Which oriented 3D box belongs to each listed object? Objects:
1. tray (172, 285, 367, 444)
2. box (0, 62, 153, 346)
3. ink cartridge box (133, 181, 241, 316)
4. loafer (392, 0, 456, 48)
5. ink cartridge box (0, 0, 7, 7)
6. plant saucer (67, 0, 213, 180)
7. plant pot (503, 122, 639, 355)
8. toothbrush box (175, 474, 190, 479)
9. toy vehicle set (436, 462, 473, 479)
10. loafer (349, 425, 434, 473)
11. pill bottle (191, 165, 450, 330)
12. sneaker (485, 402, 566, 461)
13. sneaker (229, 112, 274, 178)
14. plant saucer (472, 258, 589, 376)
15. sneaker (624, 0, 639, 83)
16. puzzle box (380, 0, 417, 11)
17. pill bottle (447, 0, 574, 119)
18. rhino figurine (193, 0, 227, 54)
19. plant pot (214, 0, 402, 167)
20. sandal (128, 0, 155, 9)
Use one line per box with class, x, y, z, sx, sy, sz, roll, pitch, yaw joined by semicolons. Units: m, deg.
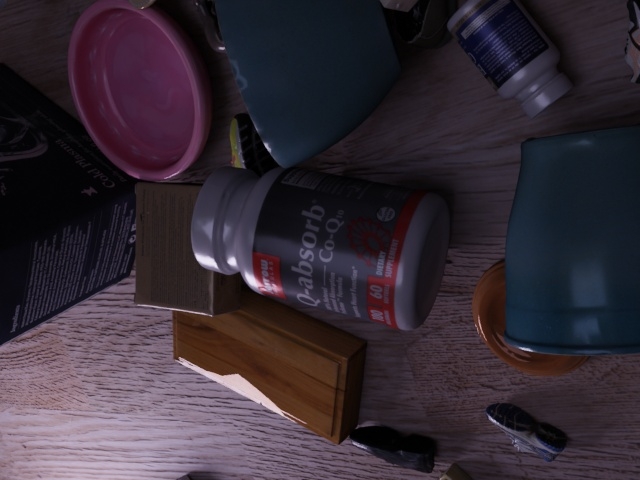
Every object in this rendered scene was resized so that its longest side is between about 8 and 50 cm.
tray;-0.112;0.214;1.613;0.411;0.076;0.203;22;123;28
box;-0.676;-0.066;1.628;0.480;0.472;0.297;36;129;16
ink cartridge box;-0.246;0.011;1.553;0.193;0.088;0.234;6;98;31
loafer;0.135;-0.377;1.121;0.094;0.087;0.251;7;116;34
ink cartridge box;-0.627;-0.620;1.543;0.272;0.130;0.309;28;126;21
plant saucer;-0.315;-0.275;1.512;0.332;0.084;0.332;16;120;29
plant pot;0.351;-0.011;1.042;0.272;0.271;0.255;-5;94;38
toothbrush box;-0.369;0.717;2.025;0.283;0.122;0.206;-37;88;41
toy vehicle set;0.292;0.541;1.497;0.267;0.035;0.166;42;131;13
loafer;0.129;0.385;1.527;0.170;0.062;0.061;9;122;35
pill bottle;0.000;0.000;1.293;0.363;0.210;0.210;12;119;20
sneaker;0.324;0.315;1.352;0.135;0.052;0.058;28;130;24
sneaker;-0.130;-0.118;1.455;0.094;0.081;0.208;4;115;38
plant saucer;0.318;0.121;1.267;0.200;0.037;0.200;17;122;30
sneaker;0.390;-0.242;1.030;0.044;0.040;0.109;-8;107;41
puzzle box;0.155;-0.513;0.989;0.409;0.052;0.272;-43;63;39
pill bottle;0.251;-0.245;1.095;0.169;0.094;0.094;53;132;3
rhino figurine;-0.105;-0.378;1.311;0.243;0.073;0.106;-26;91;40
plant pot;0.000;-0.266;1.146;0.195;0.290;0.290;-16;103;11
sandal;-0.259;-0.477;1.322;0.240;0.079;0.088;-45;71;22
